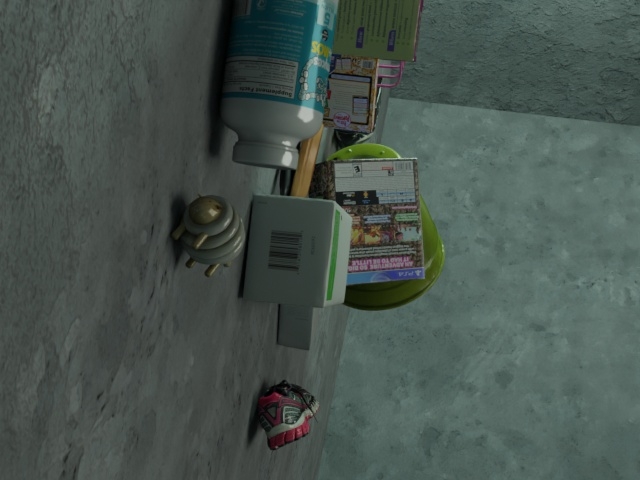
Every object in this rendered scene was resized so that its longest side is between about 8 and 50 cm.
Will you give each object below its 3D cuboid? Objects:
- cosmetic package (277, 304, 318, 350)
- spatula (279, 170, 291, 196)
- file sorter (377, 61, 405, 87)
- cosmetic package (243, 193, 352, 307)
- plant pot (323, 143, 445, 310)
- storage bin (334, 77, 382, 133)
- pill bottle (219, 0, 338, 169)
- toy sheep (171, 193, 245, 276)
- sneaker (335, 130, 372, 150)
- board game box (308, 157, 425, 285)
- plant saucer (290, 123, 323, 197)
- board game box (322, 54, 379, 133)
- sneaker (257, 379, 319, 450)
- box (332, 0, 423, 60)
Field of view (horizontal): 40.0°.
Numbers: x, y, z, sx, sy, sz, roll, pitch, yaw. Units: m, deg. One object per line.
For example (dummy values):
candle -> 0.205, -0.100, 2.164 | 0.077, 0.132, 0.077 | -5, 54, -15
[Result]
cosmetic package -> -0.045, 0.123, 2.016 | 0.117, 0.086, 0.231 | -70, 168, -63
spatula -> -0.053, -0.210, 1.785 | 0.084, 0.030, 0.296 | 96, 5, -60
file sorter -> 0.155, -0.570, 2.455 | 0.290, 0.182, 0.202 | -72, 167, -55
cosmetic package -> -0.035, 0.026, 1.695 | 0.365, 0.155, 0.196 | 12, 83, -82
plant pot -> 0.137, -0.059, 2.382 | 0.353, 0.367, 0.366 | 73, 23, -47
storage bin -> 0.105, -0.391, 2.486 | 0.180, 0.122, 0.084 | -75, 170, -45
pill bottle -> -0.061, -0.234, 1.225 | 0.146, 0.146, 0.264 | -3, 101, -83
toy sheep -> -0.137, -0.007, 1.115 | 0.132, 0.091, 0.091 | 79, 19, -53
sneaker -> 0.103, -0.301, 2.652 | 0.283, 0.110, 0.122 | -63, 163, -69
board game box -> 0.106, -0.044, 2.086 | 0.141, 0.232, 0.291 | 176, -89, -69
plant saucer -> -0.028, -0.174, 1.881 | 0.200, 0.037, 0.200 | -167, -90, -89
board game box -> 0.057, -0.351, 2.047 | 0.045, 0.147, 0.193 | -72, 169, -53
sneaker -> -0.074, 0.359, 1.938 | 0.299, 0.121, 0.112 | -96, 163, -87
box -> 0.072, -0.454, 1.654 | 0.117, 0.243, 0.213 | -54, 150, -76
